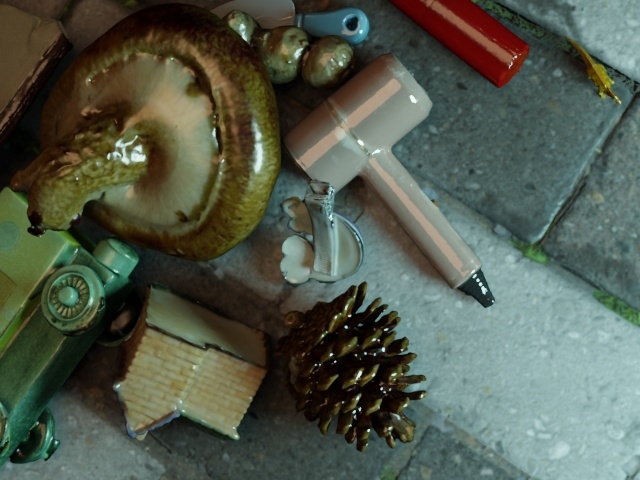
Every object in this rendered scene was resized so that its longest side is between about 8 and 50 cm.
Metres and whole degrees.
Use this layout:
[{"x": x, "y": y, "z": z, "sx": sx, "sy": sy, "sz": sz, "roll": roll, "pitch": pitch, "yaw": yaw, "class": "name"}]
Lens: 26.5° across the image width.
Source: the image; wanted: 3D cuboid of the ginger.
[{"x": -0.049, "y": -0.249, "z": 1.808, "sx": 0.204, "sy": 0.104, "sz": 0.080, "roll": 17, "pitch": 65, "yaw": 16, "class": "ginger"}]

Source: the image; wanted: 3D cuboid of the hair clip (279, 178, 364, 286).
[{"x": 0.000, "y": 0.000, "z": 1.758, "sx": 0.116, "sy": 0.172, "sz": 0.049, "roll": 17, "pitch": 45, "yaw": 21, "class": "hair clip"}]

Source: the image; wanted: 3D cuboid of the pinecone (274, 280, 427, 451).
[{"x": 0.041, "y": 0.168, "z": 1.711, "sx": 0.169, "sy": 0.185, "sz": 0.212, "roll": -23, "pitch": 96, "yaw": -3, "class": "pinecone"}]

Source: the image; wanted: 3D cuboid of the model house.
[{"x": -0.178, "y": 0.180, "z": 1.772, "sx": 0.183, "sy": 0.166, "sz": 0.172, "roll": 23, "pitch": 104, "yaw": -11, "class": "model house"}]

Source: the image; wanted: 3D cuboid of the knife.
[{"x": -0.050, "y": -0.306, "z": 1.857, "sx": 0.244, "sy": 0.032, "sz": 0.058, "roll": 10, "pitch": 91, "yaw": 19, "class": "knife"}]

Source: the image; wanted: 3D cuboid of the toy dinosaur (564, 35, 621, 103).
[{"x": 0.351, "y": -0.217, "z": 1.739, "sx": 0.026, "sy": 0.041, "sz": 0.113, "roll": -36, "pitch": 73, "yaw": 12, "class": "toy dinosaur"}]

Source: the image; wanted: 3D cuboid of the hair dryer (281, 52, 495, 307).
[{"x": 0.125, "y": -0.060, "z": 1.764, "sx": 0.189, "sy": 0.107, "sz": 0.344, "roll": -39, "pitch": 86, "yaw": 6, "class": "hair dryer"}]

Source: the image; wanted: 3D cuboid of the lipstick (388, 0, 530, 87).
[{"x": 0.148, "y": -0.309, "z": 1.782, "sx": 0.280, "sy": 0.073, "sz": 0.073, "roll": 40, "pitch": 95, "yaw": 13, "class": "lipstick"}]

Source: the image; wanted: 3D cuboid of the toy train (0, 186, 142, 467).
[{"x": -0.418, "y": 0.129, "z": 1.843, "sx": 0.253, "sy": 0.160, "sz": 0.397, "roll": 38, "pitch": 94, "yaw": 21, "class": "toy train"}]

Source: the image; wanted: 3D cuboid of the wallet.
[{"x": -0.476, "y": -0.184, "z": 1.876, "sx": 0.335, "sy": 0.068, "sz": 0.275, "roll": -54, "pitch": 45, "yaw": 3, "class": "wallet"}]

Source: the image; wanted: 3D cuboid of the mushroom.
[{"x": -0.214, "y": -0.119, "z": 1.742, "sx": 0.345, "sy": 0.259, "sz": 0.345, "roll": 7, "pitch": 108, "yaw": 23, "class": "mushroom"}]
